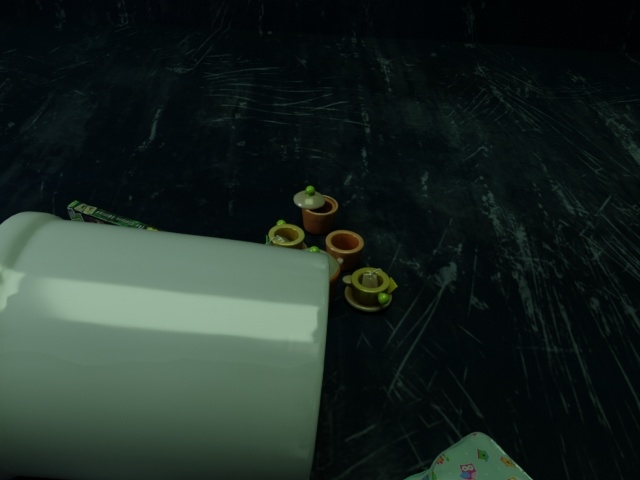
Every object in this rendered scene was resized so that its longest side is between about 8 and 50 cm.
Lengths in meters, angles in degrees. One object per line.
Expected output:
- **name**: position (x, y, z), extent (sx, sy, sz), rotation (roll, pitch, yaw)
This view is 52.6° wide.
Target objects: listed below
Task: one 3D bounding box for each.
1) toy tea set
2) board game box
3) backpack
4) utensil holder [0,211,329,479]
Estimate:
- **toy tea set**: position (0.000, 0.000, 1.199), extent (0.200, 0.124, 0.336), rotation (-10, 39, -19)
- **board game box**: position (-0.316, 0.026, 1.120), extent (0.260, 0.136, 0.030), rotation (17, 41, 17)
- **backpack**: position (0.168, 0.331, 0.756), extent (0.188, 0.144, 0.166), rotation (-23, 50, -29)
- **utensil holder**: position (-0.195, 0.145, 0.821), extent (0.386, 0.327, 0.327), rotation (6, 36, -3)
